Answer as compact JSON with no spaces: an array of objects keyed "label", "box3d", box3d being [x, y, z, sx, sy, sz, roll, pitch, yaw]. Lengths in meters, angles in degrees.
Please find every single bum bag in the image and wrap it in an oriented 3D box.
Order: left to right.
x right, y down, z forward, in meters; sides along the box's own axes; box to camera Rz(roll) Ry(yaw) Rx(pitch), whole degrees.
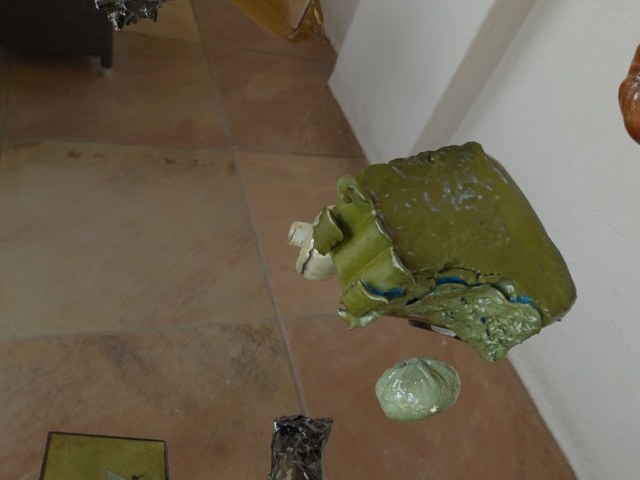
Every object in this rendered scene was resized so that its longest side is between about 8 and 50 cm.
[{"label":"bum bag","box3d":[-0.037,0.341,0.780,0.102,0.069,0.248,0,25,5]}]

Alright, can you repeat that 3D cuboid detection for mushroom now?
[{"label":"mushroom","box3d":[0.000,0.000,0.985,0.122,0.154,0.154,23,44,-4]}]

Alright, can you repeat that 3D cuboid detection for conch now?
[{"label":"conch","box3d":[-0.372,-0.552,0.990,0.240,0.186,0.313,11,73,-38]}]

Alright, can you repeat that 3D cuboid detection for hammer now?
[{"label":"hammer","box3d":[0.254,0.173,1.254,0.242,0.096,0.408,13,-6,42]}]

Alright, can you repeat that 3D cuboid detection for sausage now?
[{"label":"sausage","box3d":[-0.086,-0.381,0.758,0.328,0.112,0.112,22,31,-54]}]

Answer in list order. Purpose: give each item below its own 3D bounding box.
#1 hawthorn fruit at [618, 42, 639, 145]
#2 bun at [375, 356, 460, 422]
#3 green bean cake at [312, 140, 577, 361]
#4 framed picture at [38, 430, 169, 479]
[{"label":"hawthorn fruit","box3d":[0.325,-0.126,0.441,0.125,0.125,0.140,-28,71,-40]},{"label":"bun","box3d":[0.224,0.330,1.202,0.195,0.195,0.118,-15,87,-35]},{"label":"green bean cake","box3d":[0.155,0.043,0.726,0.309,0.202,0.285,-12,70,-30]},{"label":"framed picture","box3d":[-0.415,0.507,1.015,0.255,0.014,0.339,16,19,-25]}]
